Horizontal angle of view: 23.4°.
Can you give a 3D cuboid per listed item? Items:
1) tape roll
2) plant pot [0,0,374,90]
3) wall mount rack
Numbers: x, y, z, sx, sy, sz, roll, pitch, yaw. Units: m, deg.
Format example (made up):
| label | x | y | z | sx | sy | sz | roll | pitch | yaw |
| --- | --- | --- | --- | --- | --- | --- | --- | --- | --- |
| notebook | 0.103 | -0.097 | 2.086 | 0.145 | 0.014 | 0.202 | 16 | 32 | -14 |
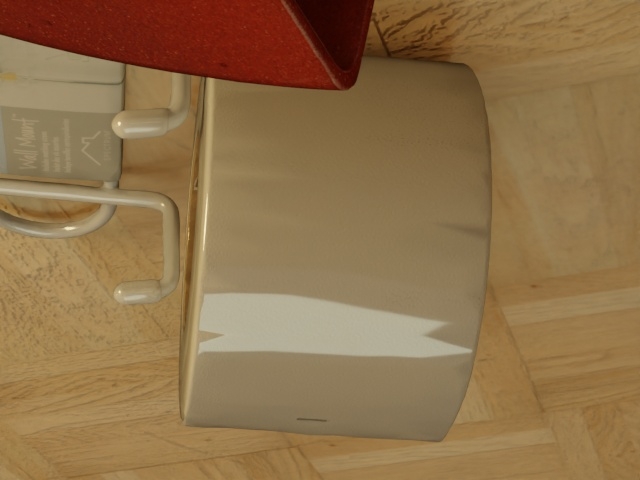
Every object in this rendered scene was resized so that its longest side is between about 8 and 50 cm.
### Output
| label | x | y | z | sx | sy | sz | roll | pitch | yaw |
| --- | --- | --- | --- | --- | --- | --- | --- | --- | --- |
| tape roll | 0.000 | 0.000 | 0.991 | 0.169 | 0.246 | 0.246 | 5 | 147 | -7 |
| plant pot | -0.118 | -0.230 | 0.629 | 0.236 | 0.267 | 0.267 | -3 | 150 | 25 |
| wall mount rack | -0.239 | -0.057 | 1.002 | 0.304 | 0.130 | 0.350 | 3 | 147 | -6 |
